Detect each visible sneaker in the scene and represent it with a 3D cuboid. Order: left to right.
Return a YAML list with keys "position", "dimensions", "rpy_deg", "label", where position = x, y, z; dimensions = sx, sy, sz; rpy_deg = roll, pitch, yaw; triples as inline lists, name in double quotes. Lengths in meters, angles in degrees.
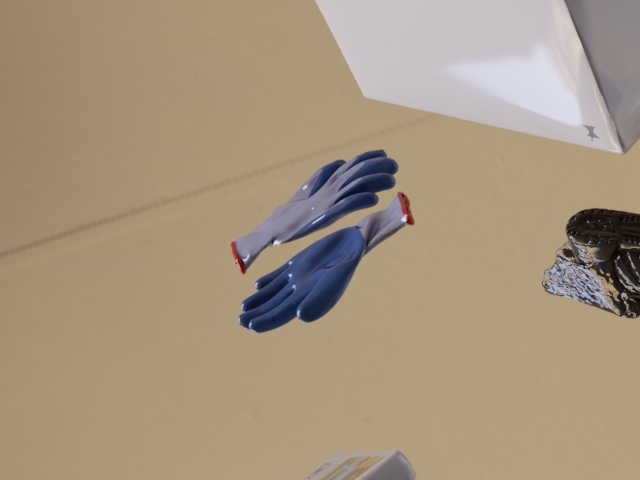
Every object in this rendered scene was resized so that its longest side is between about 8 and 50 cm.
- position: [0.244, 0.023, 1.112]
  dimensions: [0.170, 0.051, 0.089]
  rpy_deg: [13, -38, 31]
  label: "sneaker"

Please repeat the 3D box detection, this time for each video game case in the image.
- position: [-0.051, 0.218, 1.000]
  dimensions: [0.227, 0.206, 0.026]
  rpy_deg: [-35, -91, -13]
  label: "video game case"

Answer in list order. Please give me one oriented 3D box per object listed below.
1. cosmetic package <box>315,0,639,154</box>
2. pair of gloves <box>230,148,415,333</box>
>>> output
- position: [0.142, -0.187, 0.883]
  dimensions: [0.225, 0.224, 0.138]
  rpy_deg: [-46, -54, -21]
  label: "cosmetic package"
- position: [0.000, 0.000, 1.138]
  dimensions: [0.159, 0.198, 0.023]
  rpy_deg: [-34, -64, 8]
  label: "pair of gloves"
